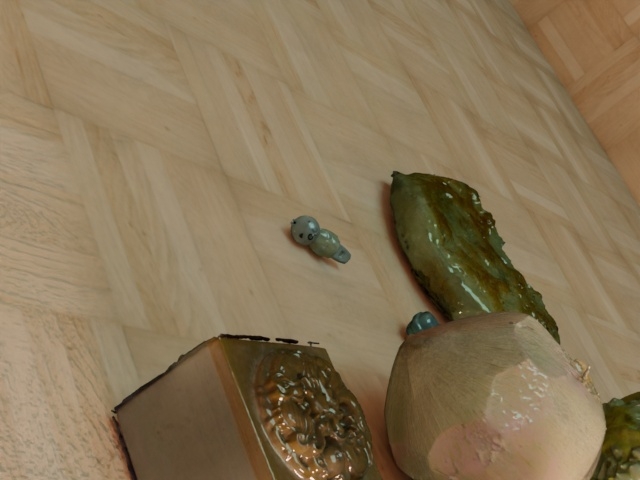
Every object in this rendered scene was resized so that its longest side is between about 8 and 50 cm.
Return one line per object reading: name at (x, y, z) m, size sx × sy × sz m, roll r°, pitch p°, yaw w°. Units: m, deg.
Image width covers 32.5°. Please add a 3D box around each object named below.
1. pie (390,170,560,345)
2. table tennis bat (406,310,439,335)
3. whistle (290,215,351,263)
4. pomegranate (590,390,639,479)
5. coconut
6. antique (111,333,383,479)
pie at (0.216, 0.032, 1.590) m, size 0.296 × 0.078 × 0.371 m, roll 26°, pitch 33°, yaw -46°
table tennis bat at (0.188, 0.191, 1.373) m, size 0.244 × 0.040 × 0.153 m, roll 53°, pitch 24°, yaw -8°
whistle at (0.000, 0.000, 1.297) m, size 0.100 × 0.035 × 0.035 m, roll 35°, pitch 29°, yaw -37°
pomegranate at (0.383, 0.297, 1.332) m, size 0.260 × 0.260 × 0.340 m, roll 39°, pitch 3°, yaw -27°
coconut at (0.170, 0.178, 1.139) m, size 0.234 × 0.224 × 0.224 m, roll 55°, pitch 21°, yaw -24°
antique at (-0.048, 0.162, 0.849) m, size 0.146 × 0.148 × 0.152 m, roll 11°, pitch 49°, yaw -54°
